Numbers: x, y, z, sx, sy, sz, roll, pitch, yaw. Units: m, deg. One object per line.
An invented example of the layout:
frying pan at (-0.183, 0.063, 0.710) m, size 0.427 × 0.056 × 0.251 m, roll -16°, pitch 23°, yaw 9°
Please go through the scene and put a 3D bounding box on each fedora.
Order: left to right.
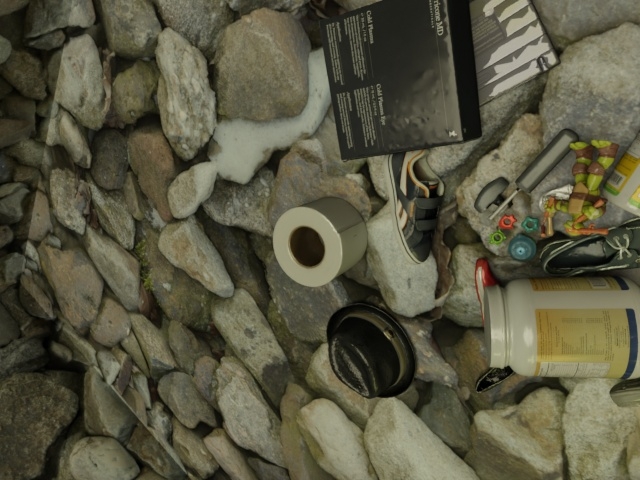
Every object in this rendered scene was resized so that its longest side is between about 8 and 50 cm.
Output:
fedora at (0.129, 0.372, 1.517) m, size 0.334 × 0.152 × 0.334 m, roll 10°, pitch 110°, yaw 30°

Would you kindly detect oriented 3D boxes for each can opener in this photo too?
can opener at (0.488, -0.162, 1.173) m, size 0.095 × 0.076 × 0.283 m, roll 43°, pitch 121°, yaw 13°

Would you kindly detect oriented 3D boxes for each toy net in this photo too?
toy net at (0.532, -0.055, 1.198) m, size 0.122 × 0.045 × 0.232 m, roll 40°, pitch 120°, yaw 15°

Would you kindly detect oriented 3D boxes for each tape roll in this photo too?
tape roll at (0.000, 0.000, 1.473) m, size 0.246 × 0.169 × 0.246 m, roll 10°, pitch 109°, yaw 29°

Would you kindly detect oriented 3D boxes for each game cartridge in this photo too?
game cartridge at (0.360, -0.439, 1.180) m, size 0.355 × 0.068 × 0.230 m, roll -25°, pitch 87°, yaw 35°

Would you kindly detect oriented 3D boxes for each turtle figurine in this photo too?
turtle figurine at (0.567, -0.099, 1.024) m, size 0.087 × 0.269 × 0.217 m, roll 12°, pitch 96°, yaw 2°

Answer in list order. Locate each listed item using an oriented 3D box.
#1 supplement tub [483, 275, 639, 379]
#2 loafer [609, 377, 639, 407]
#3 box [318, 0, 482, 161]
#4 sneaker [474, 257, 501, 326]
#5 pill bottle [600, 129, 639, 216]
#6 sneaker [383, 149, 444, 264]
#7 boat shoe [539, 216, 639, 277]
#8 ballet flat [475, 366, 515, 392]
supplement tub at (0.548, 0.198, 1.110) m, size 0.316 × 0.228 × 0.228 m, roll -2°, pitch 104°, yaw 14°
loafer at (0.840, 0.355, 1.089) m, size 0.319 × 0.112 × 0.111 m, roll -18°, pitch 86°, yaw 34°
box at (0.196, -0.386, 1.157) m, size 0.312 × 0.179 × 0.343 m, roll -2°, pitch 104°, yaw 34°
sneaker at (0.487, 0.143, 1.277) m, size 0.128 × 0.087 × 0.221 m, roll -8°, pitch 112°, yaw 25°
pill bottle at (0.710, -0.174, 0.991) m, size 0.136 × 0.136 × 0.246 m, roll 32°, pitch 119°, yaw 20°
sneaker at (0.265, -0.093, 1.304) m, size 0.127 × 0.126 × 0.321 m, roll -9°, pitch 98°, yaw 40°
boat shoe at (0.668, 0.026, 1.102) m, size 0.319 × 0.099 × 0.116 m, roll -15°, pitch 96°, yaw 35°
ballet flat at (0.500, 0.374, 1.346) m, size 0.057 × 0.049 × 0.173 m, roll 42°, pitch 122°, yaw 14°
